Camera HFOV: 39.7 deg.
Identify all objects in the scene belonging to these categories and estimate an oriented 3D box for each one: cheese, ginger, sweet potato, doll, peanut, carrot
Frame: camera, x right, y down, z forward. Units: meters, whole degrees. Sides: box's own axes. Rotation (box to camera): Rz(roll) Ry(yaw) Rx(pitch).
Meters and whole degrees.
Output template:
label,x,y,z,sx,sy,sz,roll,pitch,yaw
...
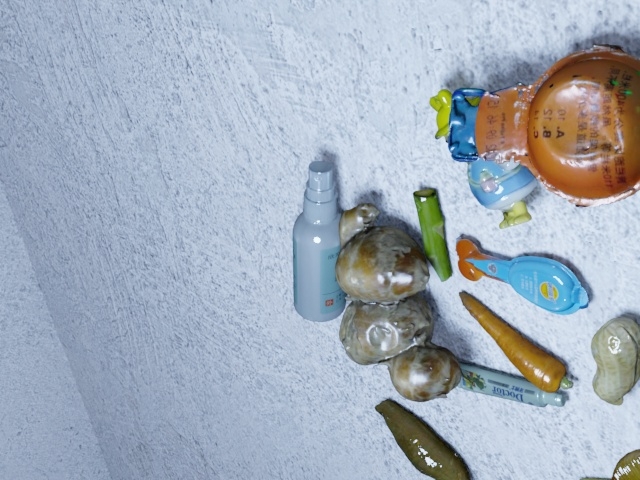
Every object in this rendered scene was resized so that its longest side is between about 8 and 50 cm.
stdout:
label,x,y,z,sx,sy,sz,roll,pitch,yaw
cheese,0.324,-0.155,1.202,0.329,0.129,0.216,5,97,35
ginger,0.127,0.109,1.632,0.256,0.176,0.375,4,111,58
sweet potato,0.216,0.448,1.871,0.286,0.085,0.112,42,146,17
doll,0.251,-0.132,1.366,0.099,0.135,0.241,-36,92,22
peanut,0.465,0.190,1.401,0.080,0.080,0.174,24,136,35
cheese,0.331,0.058,1.478,0.256,0.037,0.106,20,131,39
carrot,0.332,0.181,1.556,0.257,0.061,0.061,40,141,23

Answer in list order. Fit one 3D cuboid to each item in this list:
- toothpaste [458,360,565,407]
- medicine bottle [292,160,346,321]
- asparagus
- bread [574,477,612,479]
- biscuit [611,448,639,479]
label,x,y,z,sx,sy,sz,roll,pitch,yaw
toothpaste,0.340,0.269,1.637,0.255,0.037,0.067,8,124,49
medicine bottle,0.000,0.000,1.734,0.110,0.110,0.351,29,136,31
asparagus,0.200,-0.009,1.566,0.045,0.041,0.178,-13,116,4
bread,0.520,0.516,1.571,0.132,0.103,0.172,-12,106,48
biscuit,0.595,0.437,1.356,0.318,0.040,0.318,31,150,21
